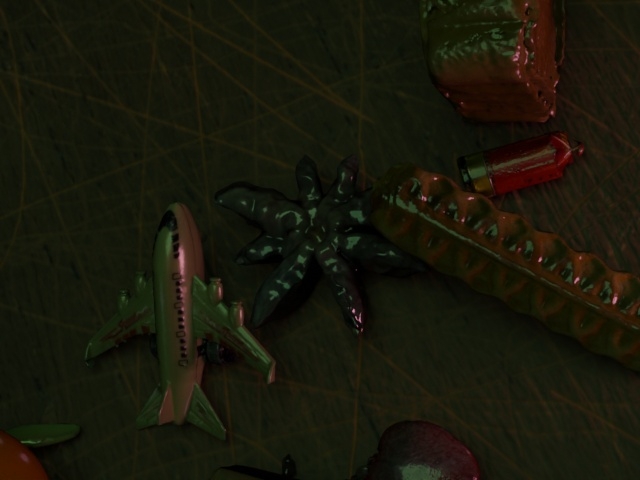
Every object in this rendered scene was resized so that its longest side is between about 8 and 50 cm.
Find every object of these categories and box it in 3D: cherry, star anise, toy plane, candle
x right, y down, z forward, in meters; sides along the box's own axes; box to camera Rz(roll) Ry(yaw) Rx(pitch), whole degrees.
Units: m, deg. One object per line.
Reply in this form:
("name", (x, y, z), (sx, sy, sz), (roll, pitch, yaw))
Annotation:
("cherry", (0.057, 0.226, 1.974), (0.225, 0.090, 0.107), (7, 84, 25))
("star anise", (0.000, 0.000, 2.049), (0.236, 0.093, 0.229), (31, 83, 16))
("toy plane", (-0.144, 0.082, 2.047), (0.229, 0.092, 0.244), (5, 94, 27))
("candle", (0.209, -0.080, 2.045), (0.131, 0.052, 0.052), (-17, 70, 7))

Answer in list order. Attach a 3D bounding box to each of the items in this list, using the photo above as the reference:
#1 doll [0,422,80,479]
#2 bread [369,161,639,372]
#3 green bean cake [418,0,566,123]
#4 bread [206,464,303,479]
("doll", (-0.365, 0.267, 2.025), (0.213, 0.213, 0.236), (-6, 30, 12))
("bread", (0.213, 0.031, 1.959), (0.367, 0.077, 0.084), (28, 122, 4))
("green bean cake", (0.174, -0.243, 2.012), (0.131, 0.230, 0.224), (-3, 77, 15))
("bread", (-0.061, 0.335, 1.924), (0.224, 0.142, 0.212), (12, 64, 26))
